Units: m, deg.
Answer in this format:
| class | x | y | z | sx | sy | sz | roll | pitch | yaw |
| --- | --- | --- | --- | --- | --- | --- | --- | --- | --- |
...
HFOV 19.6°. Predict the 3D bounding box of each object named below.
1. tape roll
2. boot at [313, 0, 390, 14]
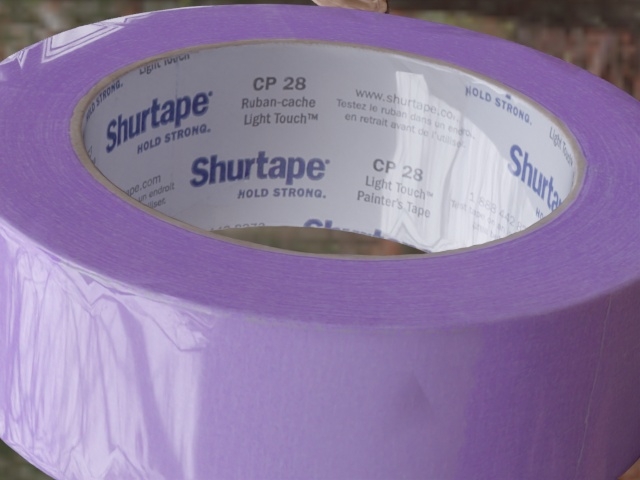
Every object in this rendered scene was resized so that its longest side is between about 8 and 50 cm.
| class | x | y | z | sx | sy | sz | roll | pitch | yaw |
| --- | --- | --- | --- | --- | --- | --- | --- | --- | --- |
| tape roll | 0.000 | 0.000 | 0.698 | 0.275 | 0.275 | 0.090 | -74 | -9 | -62 |
| boot | 0.007 | -0.153 | 1.067 | 0.118 | 0.042 | 0.087 | 50 | -177 | 21 |
